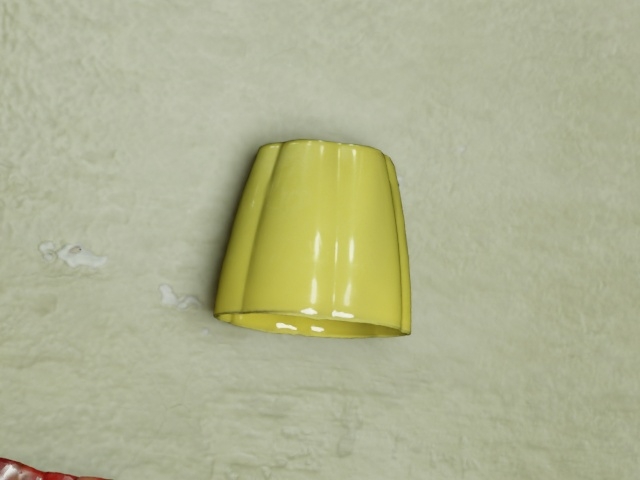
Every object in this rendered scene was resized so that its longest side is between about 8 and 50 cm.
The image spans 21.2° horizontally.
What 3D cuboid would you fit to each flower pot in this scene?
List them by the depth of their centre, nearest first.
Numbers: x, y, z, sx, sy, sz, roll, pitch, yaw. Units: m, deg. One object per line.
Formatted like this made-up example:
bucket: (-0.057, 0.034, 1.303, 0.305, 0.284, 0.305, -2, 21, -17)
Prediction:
flower pot: (0.000, 0.000, 1.678, 0.195, 0.195, 0.179, 7, 81, -11)

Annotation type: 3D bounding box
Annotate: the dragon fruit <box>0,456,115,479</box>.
dragon fruit: (-0.341, 0.319, 1.579, 0.329, 0.228, 0.286, 27, 70, -10)
